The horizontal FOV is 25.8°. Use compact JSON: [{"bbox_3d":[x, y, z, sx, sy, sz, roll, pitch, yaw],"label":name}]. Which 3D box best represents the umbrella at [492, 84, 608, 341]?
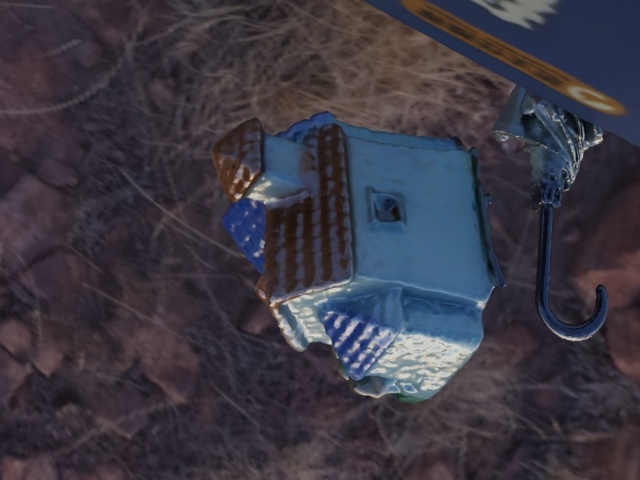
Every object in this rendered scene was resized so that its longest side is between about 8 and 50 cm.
[{"bbox_3d":[0.088,-0.094,0.545,0.044,0.044,0.269,2,74,-6],"label":"umbrella"}]

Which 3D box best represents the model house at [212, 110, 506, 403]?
[{"bbox_3d":[0.000,0.000,0.732,0.148,0.119,0.148,16,51,-23],"label":"model house"}]

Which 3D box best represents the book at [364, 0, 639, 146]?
[{"bbox_3d":[0.017,-0.118,0.242,0.300,0.428,0.039,28,84,-5],"label":"book"}]
